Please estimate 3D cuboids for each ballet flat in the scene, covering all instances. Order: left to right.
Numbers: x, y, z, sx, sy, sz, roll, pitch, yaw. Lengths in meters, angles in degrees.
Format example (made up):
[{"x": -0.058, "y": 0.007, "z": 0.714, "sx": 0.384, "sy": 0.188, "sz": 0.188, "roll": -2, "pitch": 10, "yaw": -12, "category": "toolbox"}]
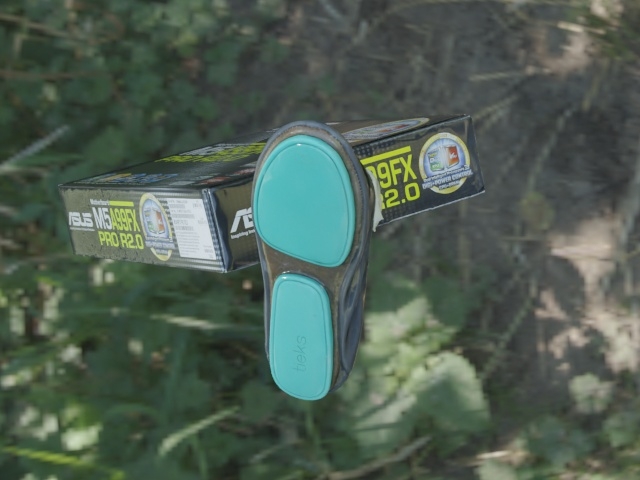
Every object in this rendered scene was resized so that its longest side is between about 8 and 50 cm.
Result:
[{"x": 0.000, "y": 0.000, "z": 1.000, "sx": 0.074, "sy": 0.074, "sz": 0.203, "roll": 37, "pitch": 142, "yaw": 32, "category": "ballet flat"}]

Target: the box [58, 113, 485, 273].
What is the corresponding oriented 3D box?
[{"x": -0.044, "y": -0.038, "z": 1.313, "sx": 0.270, "sy": 0.216, "sz": 0.060, "roll": 5, "pitch": 110, "yaw": 61, "category": "box"}]
